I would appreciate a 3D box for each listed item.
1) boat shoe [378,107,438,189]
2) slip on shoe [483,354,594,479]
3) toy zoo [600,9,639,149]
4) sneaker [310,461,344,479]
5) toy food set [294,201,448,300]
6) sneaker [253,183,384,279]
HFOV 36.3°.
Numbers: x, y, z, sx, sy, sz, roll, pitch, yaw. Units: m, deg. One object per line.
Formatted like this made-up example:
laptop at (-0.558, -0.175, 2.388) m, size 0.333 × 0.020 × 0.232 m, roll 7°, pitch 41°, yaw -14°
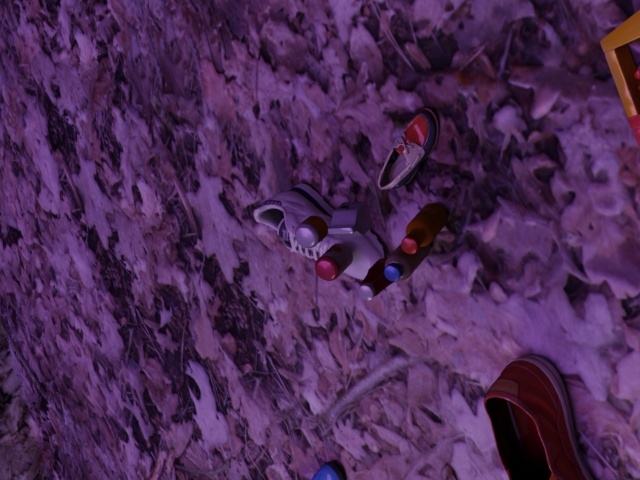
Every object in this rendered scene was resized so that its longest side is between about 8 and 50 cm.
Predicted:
boat shoe at (0.119, -0.122, 1.338) m, size 0.049 × 0.043 × 0.137 m, roll 53°, pitch 139°, yaw 25°
slip on shoe at (0.294, 0.319, 1.279) m, size 0.123 × 0.101 × 0.332 m, roll -12°, pitch 99°, yaw 52°
toy zoo at (0.397, -0.143, 0.982) m, size 0.192 × 0.030 × 0.293 m, roll -21°, pitch 89°, yaw 54°
sneaker at (-0.015, 0.482, 1.770) m, size 0.069 × 0.082 × 0.209 m, roll 49°, pitch 138°, yaw 28°
toy food set at (0.059, 0.016, 1.368) m, size 0.232 × 0.104 × 0.111 m, roll -1°, pitch 113°, yaw 29°
sneaker at (0.000, 0.000, 1.507) m, size 0.235 × 0.094 × 0.090 m, roll 34°, pitch 129°, yaw 35°
